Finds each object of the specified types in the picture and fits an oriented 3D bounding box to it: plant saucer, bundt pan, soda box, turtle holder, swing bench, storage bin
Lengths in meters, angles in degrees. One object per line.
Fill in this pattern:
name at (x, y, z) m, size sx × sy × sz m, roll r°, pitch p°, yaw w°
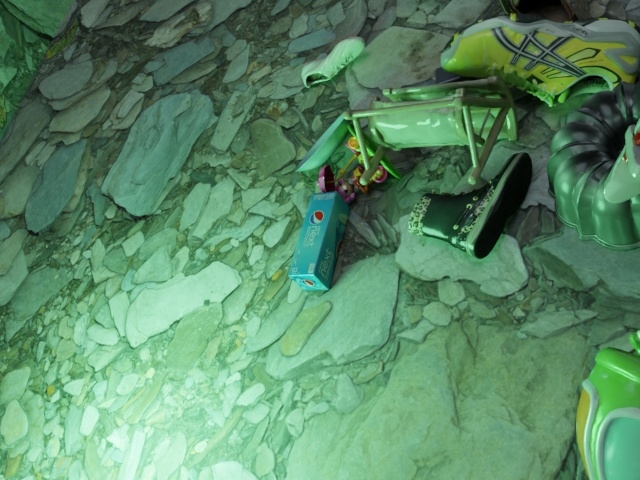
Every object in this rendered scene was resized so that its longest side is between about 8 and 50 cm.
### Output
plant saucer at (0.017, -0.225, 1.665) m, size 0.195 × 0.037 × 0.195 m, roll -47°, pitch 10°, yaw 11°
bundt pan at (0.549, -0.153, 1.233) m, size 0.331 × 0.124 × 0.330 m, roll -18°, pitch 50°, yaw 22°
soda box at (0.000, 0.000, 1.532) m, size 0.067 × 0.071 × 0.210 m, roll -3°, pitch 58°, yaw 32°
turtle holder at (0.491, 0.272, 0.920) m, size 0.320 × 0.243 × 0.227 m, roll 24°, pitch 89°, yaw 2°
swing bench at (0.226, -0.231, 1.414) m, size 0.253 × 0.165 × 0.255 m, roll 1°, pitch 27°, yaw 35°
storage bin at (0.315, -0.338, 1.549) m, size 0.135 × 0.091 × 0.098 m, roll -14°, pitch 52°, yaw 27°

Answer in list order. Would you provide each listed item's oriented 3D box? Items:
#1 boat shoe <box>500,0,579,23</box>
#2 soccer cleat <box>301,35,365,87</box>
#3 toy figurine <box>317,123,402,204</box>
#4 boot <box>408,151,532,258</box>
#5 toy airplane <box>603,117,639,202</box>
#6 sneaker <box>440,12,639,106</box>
boat shoe at (0.472, -0.526, 1.553) m, size 0.123 × 0.123 × 0.342 m, roll -27°, pitch 47°, yaw 16°
soccer cleat at (0.036, -0.462, 1.851) m, size 0.196 × 0.068 × 0.076 m, roll -23°, pitch 53°, yaw 28°
toy figurine at (0.071, -0.145, 1.585) m, size 0.159 × 0.130 × 0.173 m, roll -46°, pitch 68°, yaw 16°
boot at (0.291, -0.085, 1.389) m, size 0.179 × 0.085 × 0.236 m, roll 18°, pitch 68°, yaw 44°
toy airplane at (0.592, -0.063, 0.954) m, size 0.384 × 0.386 × 0.272 m, roll -27°, pitch 35°, yaw 17°
sneaker at (0.427, -0.346, 1.390) m, size 0.385 × 0.145 × 0.147 m, roll 2°, pitch 76°, yaw 17°
